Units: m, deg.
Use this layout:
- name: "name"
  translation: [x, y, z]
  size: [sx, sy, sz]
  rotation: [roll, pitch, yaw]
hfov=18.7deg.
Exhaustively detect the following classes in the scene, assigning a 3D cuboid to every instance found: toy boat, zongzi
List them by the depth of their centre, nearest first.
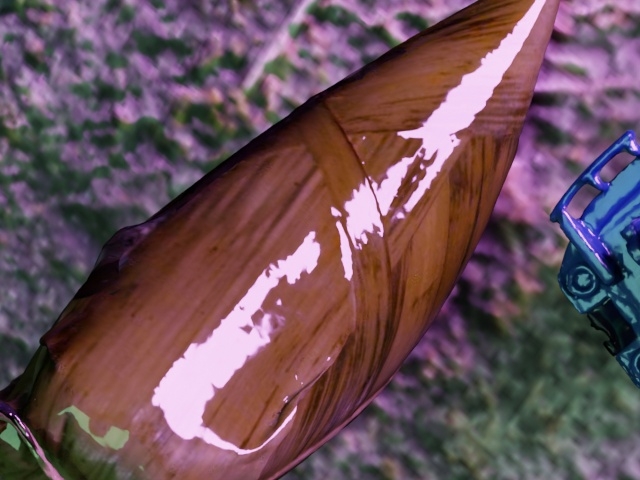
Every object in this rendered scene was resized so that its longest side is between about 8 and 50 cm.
- name: "toy boat"
  translation: [0.139, -0.018, 0.579]
  size: [0.175, 0.110, 0.091]
  rotation: [-42, 76, 24]
- name: "zongzi"
  translation: [-0.002, 0.000, 0.608]
  size: [0.094, 0.205, 0.204]
  rotation: [44, 111, 6]
